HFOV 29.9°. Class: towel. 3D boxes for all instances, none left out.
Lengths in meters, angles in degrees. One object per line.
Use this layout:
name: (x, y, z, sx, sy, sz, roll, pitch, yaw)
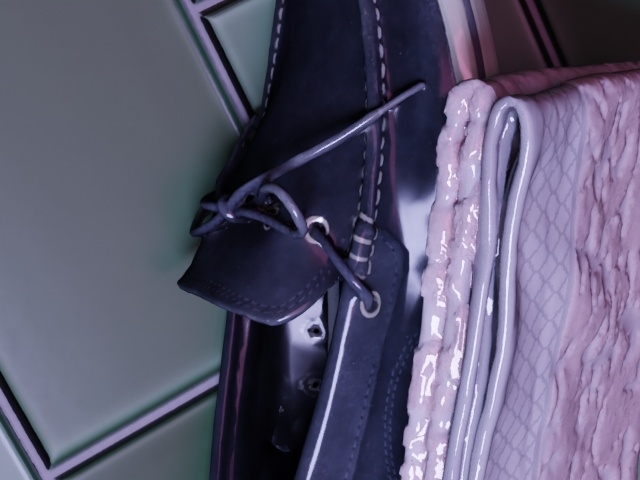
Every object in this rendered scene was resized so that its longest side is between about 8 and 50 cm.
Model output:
towel: (0.147, 0.059, 0.724, 0.317, 0.053, 0.332, -15, 114, -56)

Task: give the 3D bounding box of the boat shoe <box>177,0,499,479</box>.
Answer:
boat shoe: (0.000, 0.000, 0.719, 0.156, 0.187, 0.500, -3, 101, -23)
